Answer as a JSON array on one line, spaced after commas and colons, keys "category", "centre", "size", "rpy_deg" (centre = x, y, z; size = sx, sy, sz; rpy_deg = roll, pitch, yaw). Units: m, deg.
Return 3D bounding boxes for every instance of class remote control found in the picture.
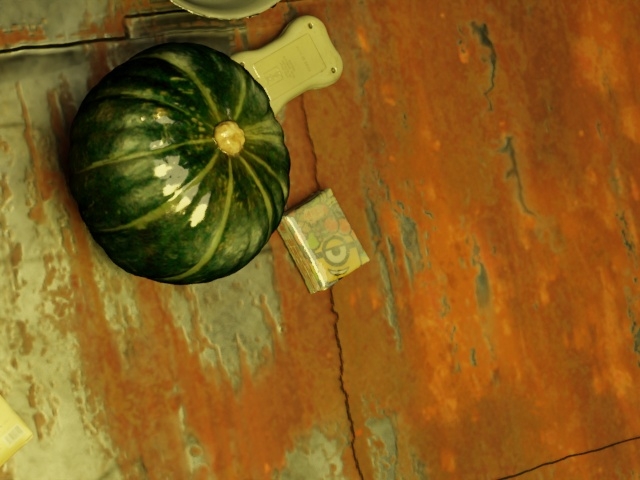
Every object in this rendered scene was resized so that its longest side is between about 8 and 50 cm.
[{"category": "remote control", "centre": [-0.038, -0.163, 1.705], "size": [0.122, 0.032, 0.074], "rpy_deg": [-31, 100, -25]}]

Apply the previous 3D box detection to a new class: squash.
[{"category": "squash", "centre": [-0.124, -0.068, 1.574], "size": [0.218, 0.172, 0.218], "rpy_deg": [6, 76, -25]}]

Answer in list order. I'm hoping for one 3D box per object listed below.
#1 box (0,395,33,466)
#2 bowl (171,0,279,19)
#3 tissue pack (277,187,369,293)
[{"category": "box", "centre": [-0.321, 0.138, 1.540], "size": [0.073, 0.020, 0.149], "rpy_deg": [-43, 104, -23]}, {"category": "bowl", "centre": [-0.109, -0.289, 1.651], "size": [0.189, 0.086, 0.189], "rpy_deg": [2, 84, -25]}, {"category": "tissue pack", "centre": [0.000, 0.000, 1.707], "size": [0.063, 0.035, 0.083], "rpy_deg": [-34, 101, -26]}]
